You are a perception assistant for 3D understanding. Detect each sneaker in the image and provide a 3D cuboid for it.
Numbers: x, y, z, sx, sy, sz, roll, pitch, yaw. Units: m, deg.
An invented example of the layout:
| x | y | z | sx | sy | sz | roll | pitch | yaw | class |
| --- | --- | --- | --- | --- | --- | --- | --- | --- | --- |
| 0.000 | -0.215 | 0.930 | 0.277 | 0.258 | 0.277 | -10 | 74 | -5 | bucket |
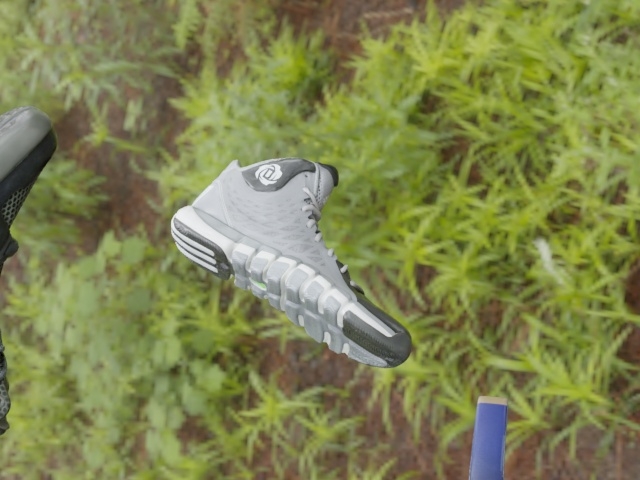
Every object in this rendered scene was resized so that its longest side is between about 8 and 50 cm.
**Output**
| x | y | z | sx | sy | sz | roll | pitch | yaw | class |
| --- | --- | --- | --- | --- | --- | --- | --- | --- | --- |
| -0.215 | 0.031 | 0.783 | 0.227 | 0.130 | 0.087 | -55 | 27 | -14 | sneaker |
| 0.000 | 0.000 | 1.081 | 0.132 | 0.229 | 0.086 | -54 | -12 | -24 | sneaker |

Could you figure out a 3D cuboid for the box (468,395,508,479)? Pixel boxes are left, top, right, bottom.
| x | y | z | sx | sy | sz | roll | pitch | yaw | class |
| --- | --- | --- | --- | --- | --- | --- | --- | --- | --- |
| 0.160 | 0.271 | 1.274 | 0.225 | 0.037 | 0.136 | -74 | -13 | -62 | box |
